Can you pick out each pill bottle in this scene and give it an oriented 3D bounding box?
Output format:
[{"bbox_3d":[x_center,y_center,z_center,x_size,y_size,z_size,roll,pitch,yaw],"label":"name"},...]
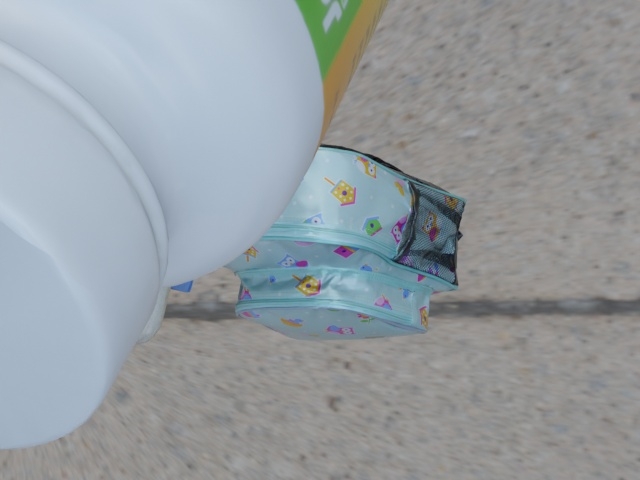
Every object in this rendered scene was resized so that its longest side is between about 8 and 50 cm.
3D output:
[{"bbox_3d":[-0.050,-0.075,0.473,0.136,0.136,0.246,30,51,-7],"label":"pill bottle"}]

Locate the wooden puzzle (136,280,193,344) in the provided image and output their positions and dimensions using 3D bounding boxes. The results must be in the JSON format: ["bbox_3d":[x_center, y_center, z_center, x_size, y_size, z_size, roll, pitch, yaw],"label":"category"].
[{"bbox_3d":[-0.119,-0.107,1.699,0.080,0.348,0.322,11,106,-12],"label":"wooden puzzle"}]

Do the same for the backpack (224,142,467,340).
[{"bbox_3d":[0.000,0.000,1.464,0.188,0.165,0.144,34,62,-47],"label":"backpack"}]
